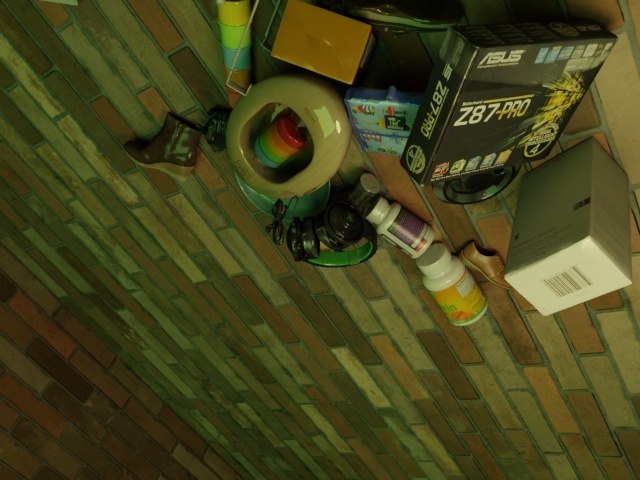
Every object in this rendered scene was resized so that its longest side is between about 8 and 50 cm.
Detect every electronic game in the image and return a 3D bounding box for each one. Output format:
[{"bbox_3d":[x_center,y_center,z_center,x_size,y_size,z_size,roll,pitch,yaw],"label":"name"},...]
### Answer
[{"bbox_3d":[0.395,-0.166,1.488,0.230,0.048,0.229,-9,147,-6],"label":"electronic game"}]

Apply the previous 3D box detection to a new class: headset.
[{"bbox_3d":[0.000,0.000,1.633,0.244,0.185,0.394,-19,145,30],"label":"headset"}]

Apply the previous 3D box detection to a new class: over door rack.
[{"bbox_3d":[-0.147,-0.530,1.332,0.108,0.239,0.324,22,137,4],"label":"over door rack"}]

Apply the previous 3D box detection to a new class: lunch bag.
[{"bbox_3d":[0.190,-0.295,1.360,0.221,0.138,0.293,11,175,16],"label":"lunch bag"}]

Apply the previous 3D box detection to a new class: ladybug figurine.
[{"bbox_3d":[-0.078,-0.273,1.520,0.449,0.162,0.305,-23,106,48],"label":"ladybug figurine"}]

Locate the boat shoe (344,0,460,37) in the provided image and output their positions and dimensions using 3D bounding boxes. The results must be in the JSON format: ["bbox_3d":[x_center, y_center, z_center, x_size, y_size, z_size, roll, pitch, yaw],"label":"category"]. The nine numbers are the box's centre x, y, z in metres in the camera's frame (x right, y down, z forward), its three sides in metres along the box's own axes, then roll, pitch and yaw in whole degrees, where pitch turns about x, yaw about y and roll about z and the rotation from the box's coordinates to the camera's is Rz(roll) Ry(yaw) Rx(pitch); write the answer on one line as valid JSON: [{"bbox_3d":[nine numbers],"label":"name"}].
[{"bbox_3d":[0.183,-0.505,1.318,0.258,0.095,0.095,16,160,11],"label":"boat shoe"}]

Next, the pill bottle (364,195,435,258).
[{"bbox_3d":[0.227,-0.043,1.710,0.194,0.108,0.108,35,137,-9],"label":"pill bottle"}]

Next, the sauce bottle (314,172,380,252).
[{"bbox_3d":[0.058,-0.075,1.761,0.111,0.111,0.344,36,138,-9],"label":"sauce bottle"}]

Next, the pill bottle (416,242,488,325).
[{"bbox_3d":[0.392,0.130,1.773,0.136,0.136,0.245,-18,121,38],"label":"pill bottle"}]

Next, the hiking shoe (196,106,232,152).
[{"bbox_3d":[-0.273,-0.338,1.693,0.227,0.086,0.114,-23,121,41],"label":"hiking shoe"}]

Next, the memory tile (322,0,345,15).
[{"bbox_3d":[0.060,-0.583,1.345,0.148,0.012,0.113,-19,121,38],"label":"memory tile"}]

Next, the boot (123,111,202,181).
[{"bbox_3d":[-0.496,-0.317,1.848,0.249,0.090,0.206,26,125,4],"label":"boot"}]

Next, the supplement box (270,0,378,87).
[{"bbox_3d":[0.015,-0.442,1.342,0.191,0.194,0.129,21,103,6],"label":"supplement box"}]

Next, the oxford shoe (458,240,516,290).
[{"bbox_3d":[0.511,0.076,1.713,0.212,0.076,0.076,31,126,-5],"label":"oxford shoe"}]

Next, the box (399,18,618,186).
[{"bbox_3d":[0.383,-0.288,1.217,0.097,0.395,0.318,55,145,35],"label":"box"}]

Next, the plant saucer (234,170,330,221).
[{"bbox_3d":[-0.112,-0.201,1.754,0.318,0.043,0.317,14,130,18],"label":"plant saucer"}]

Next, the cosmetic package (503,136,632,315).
[{"bbox_3d":[0.570,-0.039,1.342,0.156,0.385,0.217,41,133,-16],"label":"cosmetic package"}]

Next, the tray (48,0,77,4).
[{"bbox_3d":[-0.733,-0.768,1.550,0.145,0.030,0.270,13,135,14],"label":"tray"}]

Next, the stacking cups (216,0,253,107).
[{"bbox_3d":[-0.223,-0.484,1.520,0.096,0.096,0.316,18,136,10],"label":"stacking cups"}]
